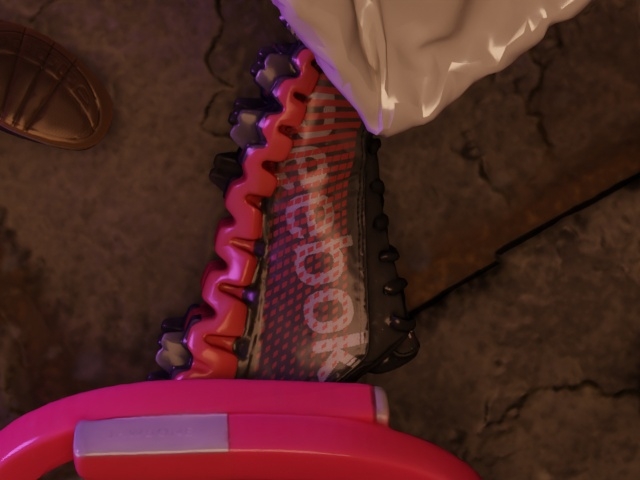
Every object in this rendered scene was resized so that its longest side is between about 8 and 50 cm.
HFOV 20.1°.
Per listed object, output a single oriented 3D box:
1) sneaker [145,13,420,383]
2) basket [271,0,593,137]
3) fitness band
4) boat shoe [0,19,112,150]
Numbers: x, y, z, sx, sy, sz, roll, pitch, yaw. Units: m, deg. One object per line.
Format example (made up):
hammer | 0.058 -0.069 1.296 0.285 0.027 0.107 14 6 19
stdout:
sneaker | 0.000 0.000 0.961 0.135 0.097 0.276 17 97 -5
basket | 0.036 -0.294 0.794 0.328 0.266 0.331 -37 125 1
fitness band | -0.049 0.163 0.951 0.291 0.054 0.209 1 131 -4
boat shoe | -0.182 -0.091 0.965 0.152 0.049 0.056 28 75 -2
